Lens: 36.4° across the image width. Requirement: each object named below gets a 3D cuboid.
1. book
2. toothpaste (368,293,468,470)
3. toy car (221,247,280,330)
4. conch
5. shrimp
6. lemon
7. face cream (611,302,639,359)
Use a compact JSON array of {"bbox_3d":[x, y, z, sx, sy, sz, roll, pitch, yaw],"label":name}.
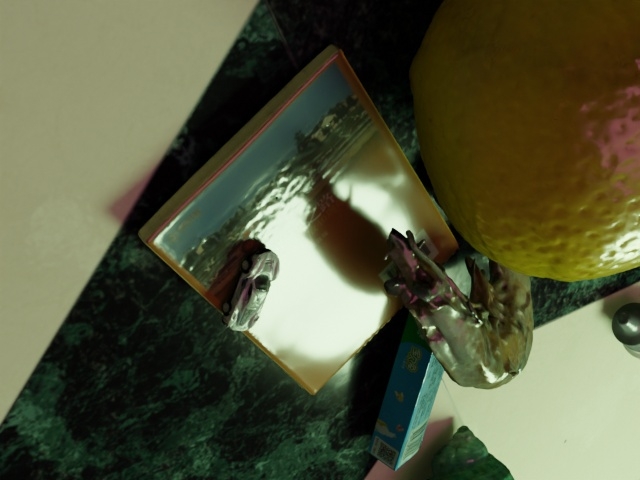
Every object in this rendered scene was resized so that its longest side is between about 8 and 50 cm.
[{"bbox_3d":[0.000,0.000,1.054,0.262,0.028,0.374,-44,139,-4],"label":"book"},{"bbox_3d":[0.124,0.179,1.259,0.065,0.050,0.266,-26,138,-46],"label":"toothpaste"},{"bbox_3d":[-0.069,0.051,0.993,0.041,0.025,0.093,7,116,-45],"label":"toy car"},{"bbox_3d":[0.205,0.381,1.443,0.202,0.134,0.196,-63,177,8],"label":"conch"},{"bbox_3d":[0.170,0.043,1.130,0.360,0.085,0.247,32,59,-50],"label":"shrimp"},{"bbox_3d":[0.242,-0.126,0.954,0.336,0.336,0.336,-22,132,-26],"label":"lemon"},{"bbox_3d":[0.555,0.163,1.599,0.311,0.092,0.092,24,103,-46],"label":"face cream"}]
